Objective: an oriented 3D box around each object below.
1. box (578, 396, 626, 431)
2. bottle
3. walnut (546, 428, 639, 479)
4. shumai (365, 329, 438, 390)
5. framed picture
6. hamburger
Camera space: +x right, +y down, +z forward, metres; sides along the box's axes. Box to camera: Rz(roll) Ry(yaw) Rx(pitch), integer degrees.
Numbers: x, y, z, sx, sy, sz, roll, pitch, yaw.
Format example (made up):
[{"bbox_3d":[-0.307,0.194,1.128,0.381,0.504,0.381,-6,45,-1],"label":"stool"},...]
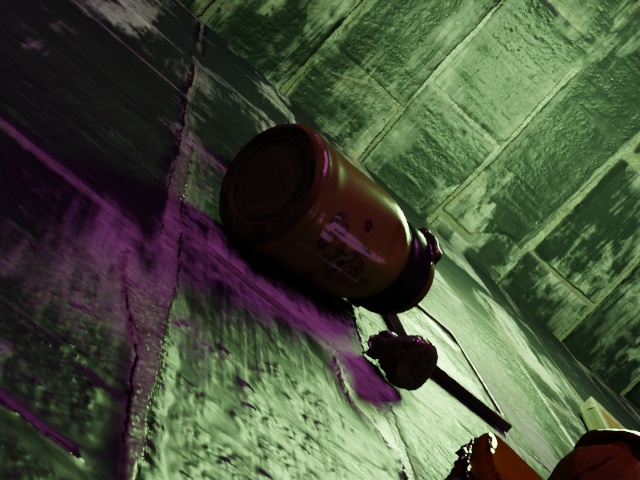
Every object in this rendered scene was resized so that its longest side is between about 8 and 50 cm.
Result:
[{"bbox_3d":[0.684,0.481,2.251,0.204,0.051,0.365,43,10,-1],"label":"box"},{"bbox_3d":[0.033,-0.004,1.389,0.351,0.171,0.171,36,12,-45],"label":"bottle"},{"bbox_3d":[0.378,0.359,1.149,0.336,0.209,0.209,50,7,-18],"label":"walnut"},{"bbox_3d":[0.103,0.144,1.319,0.080,0.082,0.083,54,-9,51],"label":"shumai"},{"bbox_3d":[0.188,0.170,1.693,0.240,0.020,0.324,40,10,-21],"label":"framed picture"},{"bbox_3d":[0.179,0.272,1.020,0.137,0.087,0.166,45,11,5],"label":"hamburger"}]
